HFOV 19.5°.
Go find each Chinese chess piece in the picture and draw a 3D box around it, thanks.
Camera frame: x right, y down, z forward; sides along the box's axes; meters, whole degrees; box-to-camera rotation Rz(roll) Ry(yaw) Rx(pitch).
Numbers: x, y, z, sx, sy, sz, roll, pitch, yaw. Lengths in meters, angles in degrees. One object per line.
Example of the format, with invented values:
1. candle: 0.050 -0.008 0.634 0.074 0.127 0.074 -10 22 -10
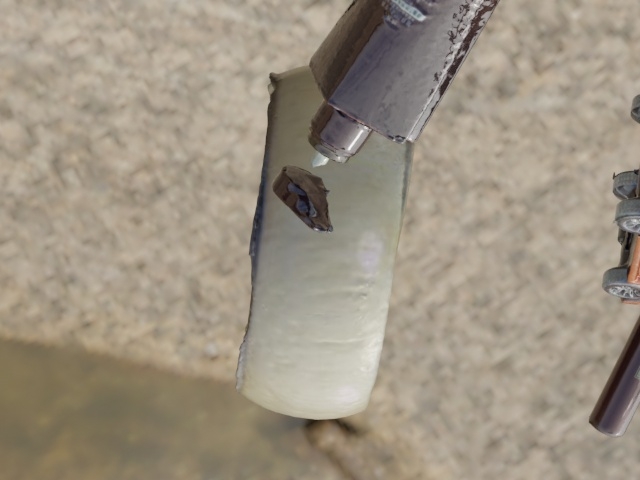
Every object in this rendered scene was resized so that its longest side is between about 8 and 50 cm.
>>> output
1. Chinese chess piece: 0.000 0.000 1.310 0.103 0.250 0.250 8 134 -2

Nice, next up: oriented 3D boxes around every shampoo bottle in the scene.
1. shampoo bottle: 0.047 -0.112 1.039 0.067 0.068 0.236 22 116 -27

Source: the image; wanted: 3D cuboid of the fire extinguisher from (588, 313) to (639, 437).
1. fire extinguisher: 0.248 0.064 1.348 0.049 0.035 0.173 20 105 -14

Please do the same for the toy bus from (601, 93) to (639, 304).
1. toy bus: 0.383 -0.035 1.965 0.153 0.143 0.329 8 161 8
